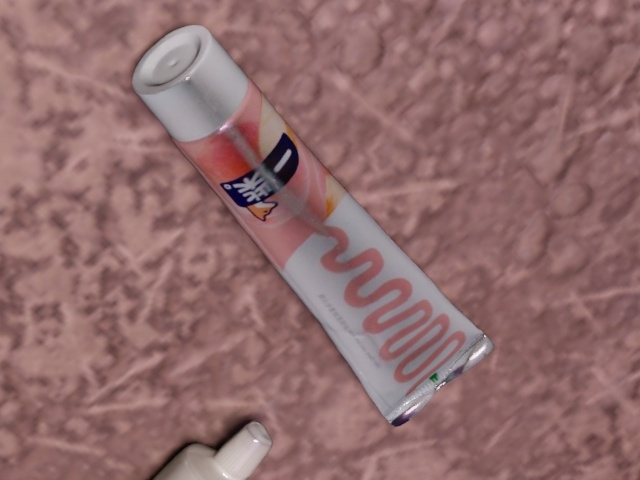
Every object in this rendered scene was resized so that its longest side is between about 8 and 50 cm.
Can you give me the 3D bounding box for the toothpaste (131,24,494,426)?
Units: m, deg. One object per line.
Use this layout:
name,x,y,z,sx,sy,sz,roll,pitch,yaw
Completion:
toothpaste,0.000,0.000,0.579,0.056,0.036,0.205,-39,127,2

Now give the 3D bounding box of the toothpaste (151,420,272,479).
toothpaste,-0.100,0.160,0.629,0.060,0.038,0.233,36,104,-30
